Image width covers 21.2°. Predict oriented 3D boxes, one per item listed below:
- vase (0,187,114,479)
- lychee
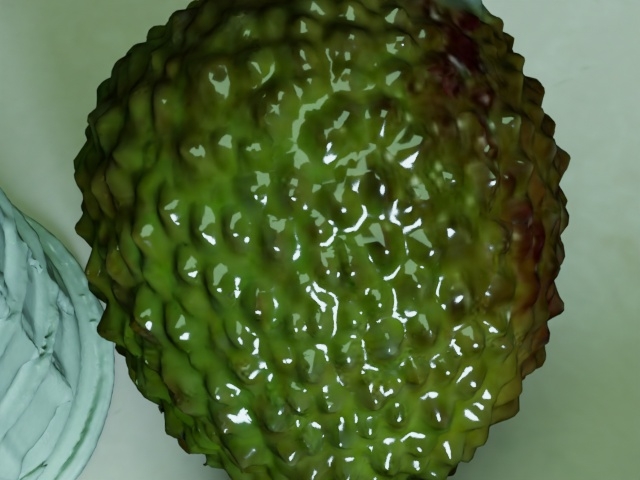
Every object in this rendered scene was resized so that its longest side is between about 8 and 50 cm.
[{"bbox_3d":[-0.142,-0.021,0.455,0.143,0.299,0.143,0,63,0],"label":"vase"},{"bbox_3d":[0.000,0.000,0.528,0.171,0.171,0.171,0,63,1],"label":"lychee"}]
